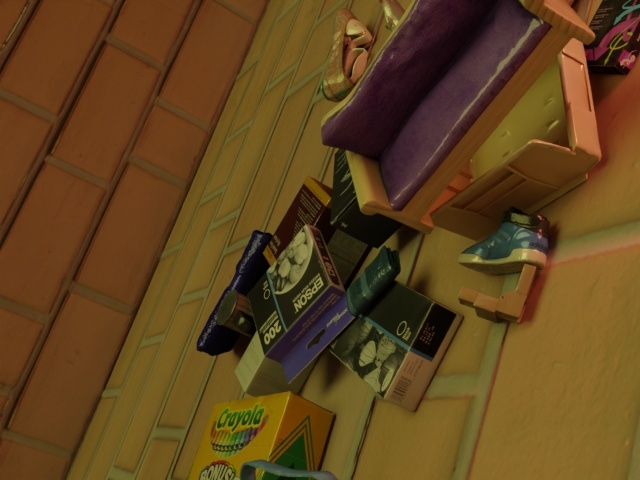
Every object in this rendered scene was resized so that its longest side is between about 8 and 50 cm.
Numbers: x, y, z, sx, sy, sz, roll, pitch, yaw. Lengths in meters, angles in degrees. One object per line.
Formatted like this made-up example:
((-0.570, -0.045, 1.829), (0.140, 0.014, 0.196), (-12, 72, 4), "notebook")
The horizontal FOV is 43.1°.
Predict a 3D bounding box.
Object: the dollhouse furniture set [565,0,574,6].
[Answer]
((0.319, -0.468, 1.357), (0.242, 0.212, 0.161), (40, 105, 42), "dollhouse furniture set")

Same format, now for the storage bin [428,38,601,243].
((0.263, -0.168, 1.188), (0.260, 0.123, 0.262), (-39, 38, 47), "storage bin")

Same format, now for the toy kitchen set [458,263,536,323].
((0.239, 0.067, 1.090), (0.075, 0.083, 0.068), (-67, -20, -13), "toy kitchen set")

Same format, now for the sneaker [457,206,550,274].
((0.257, -0.001, 1.129), (0.152, 0.058, 0.084), (-11, 61, 59), "sneaker")

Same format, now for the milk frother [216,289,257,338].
((-0.127, 0.145, 1.752), (0.129, 0.135, 0.143), (4, 69, 62), "milk frother")

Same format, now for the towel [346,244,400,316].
((0.084, 0.067, 1.325), (0.119, 0.029, 0.067), (-49, 25, 27), "towel")

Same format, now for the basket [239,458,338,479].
((-0.034, 0.436, 1.044), (0.255, 0.201, 0.289), (-17, 81, 61), "basket")

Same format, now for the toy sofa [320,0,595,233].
((0.160, -0.198, 1.068), (0.362, 0.177, 0.150), (-52, 30, 29), "toy sofa")

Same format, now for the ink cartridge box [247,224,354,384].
((-0.041, 0.114, 1.450), (0.206, 0.045, 0.208), (-49, 44, 28), "ink cartridge box")

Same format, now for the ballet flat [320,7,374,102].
((0.083, -0.495, 2.118), (0.106, 0.107, 0.316), (-14, 54, 38), "ballet flat")

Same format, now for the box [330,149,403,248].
((0.105, -0.116, 1.457), (0.153, 0.108, 0.207), (-45, 27, 38), "box")

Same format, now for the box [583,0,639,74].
((0.429, -0.314, 1.149), (0.162, 0.029, 0.116), (-61, 20, 2), "box")

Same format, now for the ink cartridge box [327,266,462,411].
((0.099, 0.144, 1.329), (0.165, 0.065, 0.333), (-64, 20, -1), "ink cartridge box")

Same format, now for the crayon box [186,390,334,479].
((-0.144, 0.448, 1.466), (0.363, 0.106, 0.313), (-26, 42, 58), "crayon box")

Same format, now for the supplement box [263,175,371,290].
((0.000, 0.000, 1.639), (0.194, 0.129, 0.191), (-59, 21, 8), "supplement box")

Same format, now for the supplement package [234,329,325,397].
((-0.074, 0.218, 1.582), (0.179, 0.105, 0.105), (-61, 21, 5), "supplement package")

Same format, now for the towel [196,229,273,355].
((-0.191, 0.118, 1.904), (0.308, 0.076, 0.227), (-62, -8, -1), "towel")

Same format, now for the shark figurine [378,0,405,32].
((0.197, -0.492, 1.777), (0.116, 0.278, 0.166), (-23, -8, 1), "shark figurine")
